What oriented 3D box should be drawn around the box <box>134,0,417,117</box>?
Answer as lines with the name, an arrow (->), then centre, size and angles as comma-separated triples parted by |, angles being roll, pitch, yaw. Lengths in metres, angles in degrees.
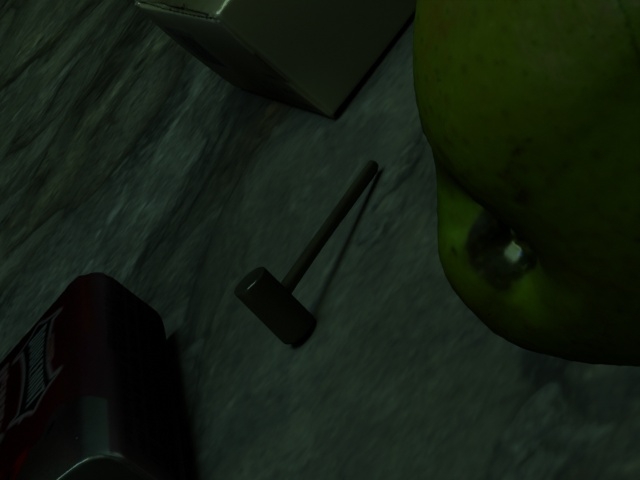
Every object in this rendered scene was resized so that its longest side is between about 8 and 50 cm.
box -> -0.006, -0.173, 1.069 | 0.168, 0.095, 0.212 | -51, 20, -5

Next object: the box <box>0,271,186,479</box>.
box -> -0.124, 0.107, 0.877 | 0.120, 0.069, 0.224 | -47, 19, 11

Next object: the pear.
pear -> 0.114, -0.060, 0.470 | 0.220, 0.187, 0.187 | -38, 23, 16

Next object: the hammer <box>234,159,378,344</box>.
hammer -> 0.000, 0.000, 0.853 | 0.019, 0.035, 0.110 | -25, 24, 50
